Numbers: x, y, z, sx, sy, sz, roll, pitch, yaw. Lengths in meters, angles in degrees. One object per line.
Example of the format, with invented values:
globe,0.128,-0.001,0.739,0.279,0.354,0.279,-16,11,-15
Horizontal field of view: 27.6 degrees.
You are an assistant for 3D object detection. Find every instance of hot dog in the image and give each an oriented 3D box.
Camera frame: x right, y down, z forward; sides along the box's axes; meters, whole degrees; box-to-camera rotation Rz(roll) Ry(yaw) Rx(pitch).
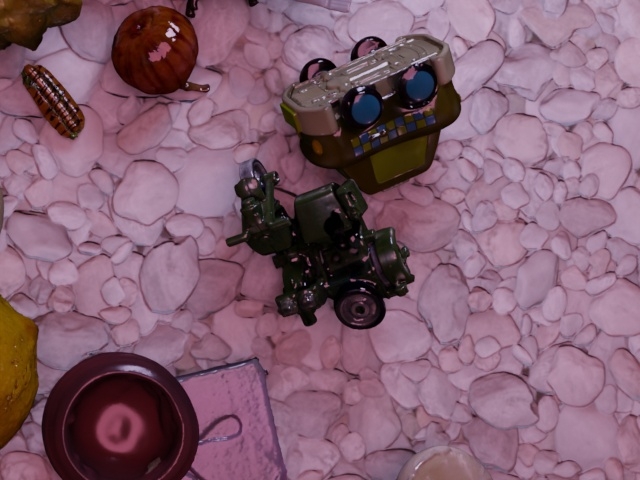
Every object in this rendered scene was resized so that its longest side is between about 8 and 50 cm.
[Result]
hot dog,-0.373,-0.196,1.818,0.049,0.037,0.122,-41,98,-14

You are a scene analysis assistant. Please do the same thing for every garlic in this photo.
garlic,0.195,0.439,1.849,0.203,0.184,0.281,-20,71,-37

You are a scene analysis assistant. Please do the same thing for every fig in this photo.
fig,-0.223,-0.265,1.821,0.128,0.150,0.128,1,92,23

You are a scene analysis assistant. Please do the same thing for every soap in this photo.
soap,-0.189,0.331,1.800,0.285,0.107,0.296,-14,90,-13

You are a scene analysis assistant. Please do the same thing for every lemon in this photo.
lemon,-0.507,0.180,1.663,0.310,0.258,0.258,-36,95,-17

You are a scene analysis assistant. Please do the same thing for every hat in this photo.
hat,-0.260,0.243,1.694,0.206,0.089,0.205,0,91,-11

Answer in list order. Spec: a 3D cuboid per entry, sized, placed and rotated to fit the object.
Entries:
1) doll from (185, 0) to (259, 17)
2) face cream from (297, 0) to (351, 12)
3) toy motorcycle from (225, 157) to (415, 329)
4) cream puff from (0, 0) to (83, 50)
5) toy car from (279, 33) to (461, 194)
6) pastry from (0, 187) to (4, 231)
doll,-0.140,-0.411,1.868,0.139,0.057,0.165,-12,81,-10
face cream,-0.149,-0.458,1.773,0.420,0.137,0.234,10,99,9
toy motorcycle,0.000,0.000,1.806,0.205,0.127,0.275,-20,111,17
cream puff,-0.420,-0.362,1.731,0.196,0.244,0.244,25,81,-45
toy car,0.086,-0.167,1.857,0.248,0.204,0.198,-25,116,-10
pastry,-0.504,-0.039,1.758,0.156,0.092,0.156,1,86,-20
